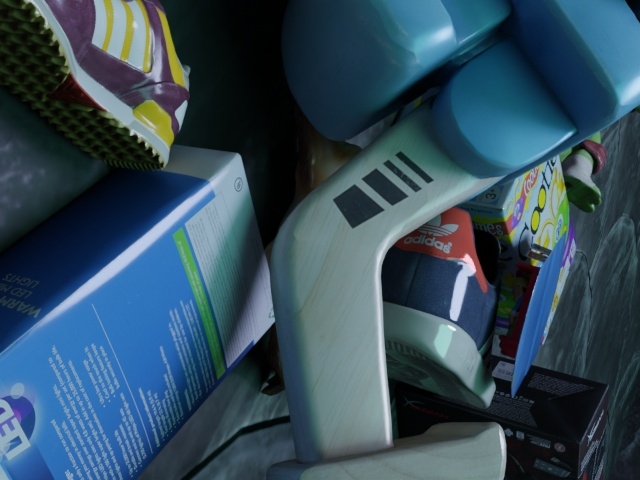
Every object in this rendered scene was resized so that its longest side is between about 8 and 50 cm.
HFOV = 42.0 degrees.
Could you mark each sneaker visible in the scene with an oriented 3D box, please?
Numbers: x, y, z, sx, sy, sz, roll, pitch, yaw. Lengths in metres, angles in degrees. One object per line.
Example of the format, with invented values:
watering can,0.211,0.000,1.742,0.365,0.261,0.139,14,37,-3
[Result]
sneaker,-0.129,-0.114,0.436,0.185,0.070,0.083,58,42,-58
sneaker,0.118,0.066,0.795,0.350,0.131,0.148,63,43,-71

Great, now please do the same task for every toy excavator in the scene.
toy excavator,0.070,-0.082,0.567,0.445,0.222,0.432,-33,89,-20

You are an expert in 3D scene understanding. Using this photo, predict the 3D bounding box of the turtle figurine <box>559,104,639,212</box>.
turtle figurine,0.403,-0.124,1.197,0.266,0.198,0.274,-55,139,-28

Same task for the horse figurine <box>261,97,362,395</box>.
horse figurine,0.000,0.000,0.687,0.174,0.066,0.263,42,61,-64

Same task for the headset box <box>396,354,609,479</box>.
headset box,0.219,0.288,1.004,0.110,0.218,0.293,-42,134,-45

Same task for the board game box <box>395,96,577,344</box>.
board game box,0.175,-0.022,0.896,0.144,0.142,0.275,-64,147,-23

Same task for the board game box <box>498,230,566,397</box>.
board game box,0.188,0.064,0.775,0.169,0.033,0.133,-33,135,-58

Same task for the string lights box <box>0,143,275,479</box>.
string lights box,-0.132,0.064,0.472,0.259,0.077,0.133,-47,137,-42
